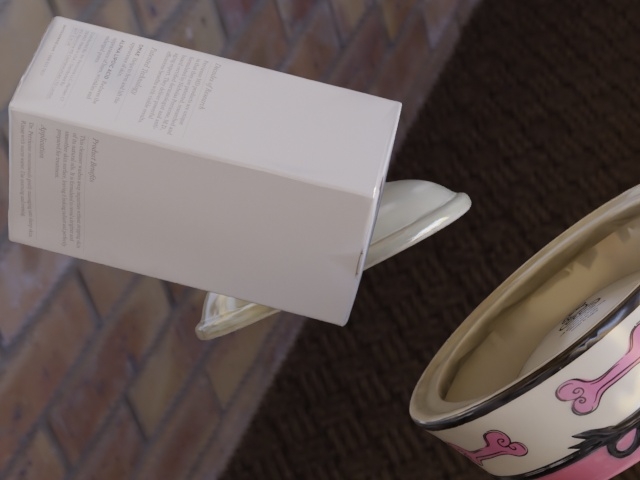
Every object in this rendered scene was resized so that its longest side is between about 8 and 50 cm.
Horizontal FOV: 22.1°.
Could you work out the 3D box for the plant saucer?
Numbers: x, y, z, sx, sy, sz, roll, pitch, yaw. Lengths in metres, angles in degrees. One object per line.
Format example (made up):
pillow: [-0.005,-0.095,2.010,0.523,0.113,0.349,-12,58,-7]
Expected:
plant saucer: [0.000,0.000,2.152,0.400,0.100,0.400,-26,3,1]

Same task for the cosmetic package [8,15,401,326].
cosmetic package: [-0.125,-0.071,1.727,0.385,0.217,0.156,14,48,0]

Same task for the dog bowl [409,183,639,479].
dog bowl: [0.295,0.107,1.739,0.408,0.150,0.408,-41,7,6]
